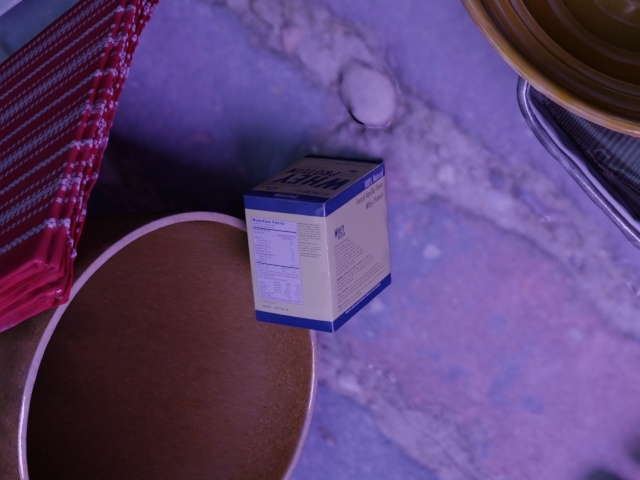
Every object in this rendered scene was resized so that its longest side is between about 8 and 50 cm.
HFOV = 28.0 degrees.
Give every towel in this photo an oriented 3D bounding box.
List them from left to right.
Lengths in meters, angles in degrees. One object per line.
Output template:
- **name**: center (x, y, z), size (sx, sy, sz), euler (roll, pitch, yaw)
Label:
- **towel**: center (-0.190, -0.041, 0.796), size (0.199, 0.275, 0.031), euler (-27, 128, 34)

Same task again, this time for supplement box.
- **supplement box**: center (0.000, 0.000, 0.792), size (0.056, 0.083, 0.083), euler (7, 114, 27)

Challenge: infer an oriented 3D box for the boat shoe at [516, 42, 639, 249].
- **boat shoe**: center (0.231, 0.007, 0.639), size (0.335, 0.119, 0.121), euler (36, 123, 13)

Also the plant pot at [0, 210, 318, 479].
- **plant pot**: center (-0.174, 0.082, 0.860), size (0.254, 0.237, 0.237), euler (11, 116, 41)

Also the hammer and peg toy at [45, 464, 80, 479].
- **hammer and peg toy**: center (-0.114, 0.359, 0.973), size (0.266, 0.127, 0.361), euler (20, 119, 14)

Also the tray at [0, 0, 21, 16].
- **tray**: center (-0.169, -0.257, 0.817), size (0.270, 0.030, 0.145), euler (-26, 97, 35)

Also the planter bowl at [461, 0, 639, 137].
- **planter bowl**: center (0.157, -0.140, 0.574), size (0.217, 0.090, 0.217), euler (0, 82, 3)
